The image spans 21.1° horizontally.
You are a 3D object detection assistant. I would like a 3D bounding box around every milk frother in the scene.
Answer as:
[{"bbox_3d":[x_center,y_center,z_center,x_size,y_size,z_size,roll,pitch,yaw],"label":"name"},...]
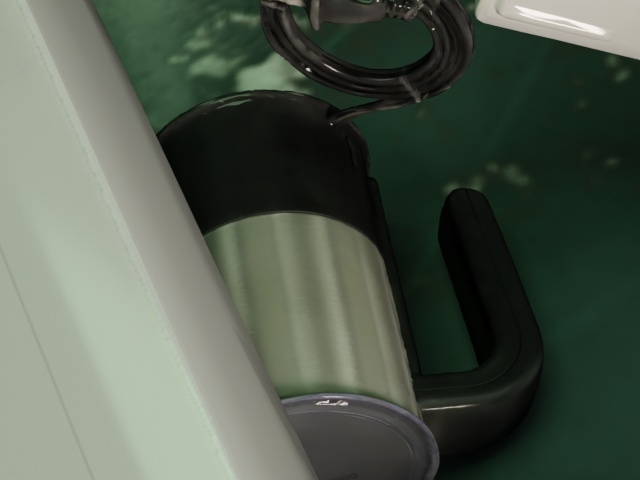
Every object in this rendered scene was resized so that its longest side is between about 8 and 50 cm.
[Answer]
[{"bbox_3d":[0.000,0.000,0.542,0.129,0.143,0.135,-16,48,4],"label":"milk frother"}]

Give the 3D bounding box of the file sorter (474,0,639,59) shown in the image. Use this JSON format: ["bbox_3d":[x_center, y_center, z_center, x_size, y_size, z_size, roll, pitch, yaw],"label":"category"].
[{"bbox_3d":[0.178,-0.200,0.511,0.192,0.278,0.173,12,46,-11],"label":"file sorter"}]

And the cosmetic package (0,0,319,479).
[{"bbox_3d":[-0.145,0.097,0.466,0.284,0.097,0.377,-30,62,5],"label":"cosmetic package"}]
